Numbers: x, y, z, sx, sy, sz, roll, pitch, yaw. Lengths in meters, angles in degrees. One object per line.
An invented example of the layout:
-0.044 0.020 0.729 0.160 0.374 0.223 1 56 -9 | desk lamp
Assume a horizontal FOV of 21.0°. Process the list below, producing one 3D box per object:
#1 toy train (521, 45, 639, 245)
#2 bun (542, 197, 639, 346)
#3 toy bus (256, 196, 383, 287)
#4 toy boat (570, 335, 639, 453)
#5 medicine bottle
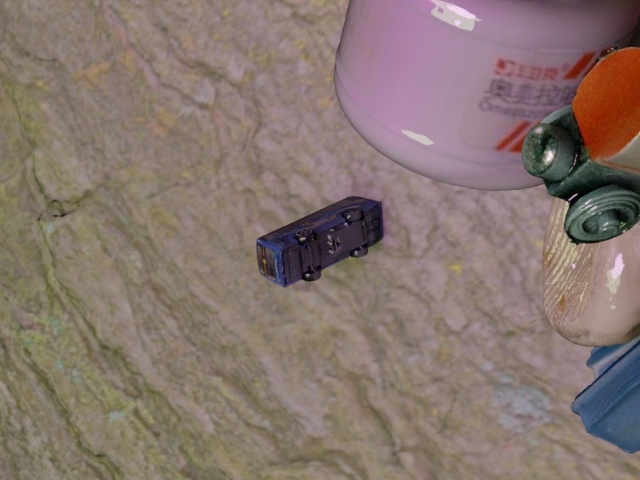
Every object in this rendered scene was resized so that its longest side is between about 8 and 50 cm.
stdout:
0.301 -0.070 1.385 0.177 0.285 0.116 -45 46 39 | toy train
0.270 0.011 1.553 0.183 0.102 0.183 -169 90 -73 | bun
0.000 0.000 1.773 0.061 0.153 0.051 16 121 44 | toy bus
0.331 0.096 1.569 0.109 0.098 0.238 26 133 -26 | toy boat
0.152 -0.222 1.452 0.241 0.241 0.302 34 130 25 | medicine bottle
